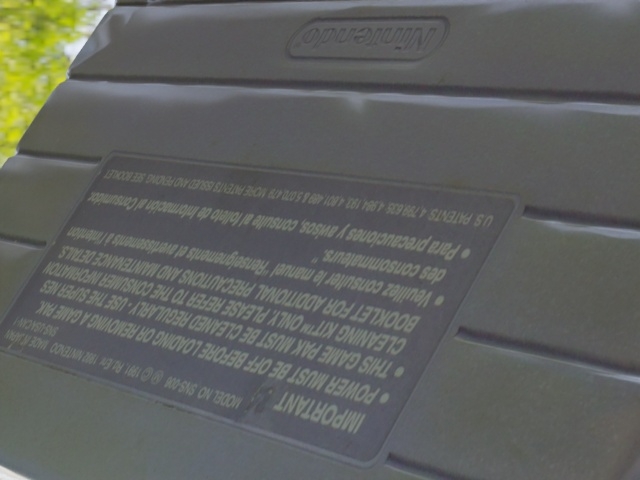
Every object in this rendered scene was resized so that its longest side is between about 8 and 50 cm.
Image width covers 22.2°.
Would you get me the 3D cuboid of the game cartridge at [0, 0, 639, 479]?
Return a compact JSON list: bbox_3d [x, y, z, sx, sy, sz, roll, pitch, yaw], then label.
[{"bbox_3d":[0.000,0.000,0.515,0.355,0.068,0.230,10,-112,52],"label":"game cartridge"}]
